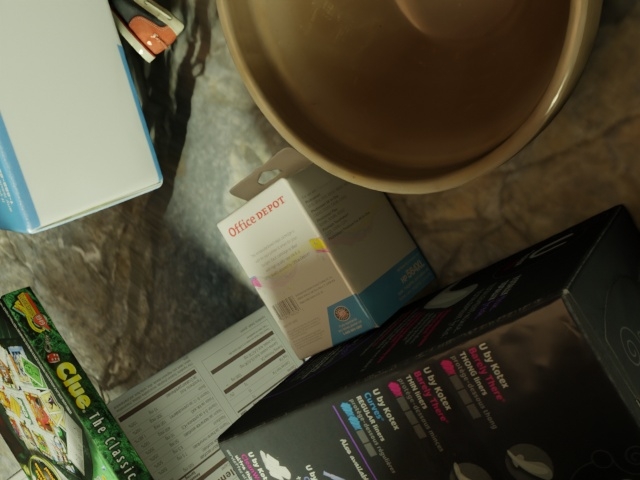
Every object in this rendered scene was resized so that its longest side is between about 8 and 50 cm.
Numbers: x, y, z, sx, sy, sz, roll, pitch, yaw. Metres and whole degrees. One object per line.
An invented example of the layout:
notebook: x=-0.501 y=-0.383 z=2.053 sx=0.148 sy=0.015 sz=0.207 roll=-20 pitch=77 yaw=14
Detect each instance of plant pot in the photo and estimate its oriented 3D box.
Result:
plant pot: x=0.058 y=-0.155 z=0.489 sx=0.237 sy=0.110 sz=0.237 roll=18 pitch=124 yaw=30

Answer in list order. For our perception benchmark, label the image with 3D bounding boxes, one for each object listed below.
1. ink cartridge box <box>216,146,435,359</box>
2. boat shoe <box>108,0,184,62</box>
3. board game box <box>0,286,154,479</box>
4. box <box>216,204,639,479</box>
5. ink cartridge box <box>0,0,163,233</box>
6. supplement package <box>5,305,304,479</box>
ink cartridge box: x=0.000 y=0.000 z=0.634 sx=0.092 sy=0.090 sz=0.143 roll=-29 pitch=92 yaw=44
boat shoe: x=-0.165 y=-0.207 z=0.689 sx=0.043 sy=0.049 sz=0.137 roll=-42 pitch=70 yaw=6
board game box: x=-0.188 y=0.174 z=0.642 sx=0.136 sy=0.030 sz=0.259 roll=-41 pitch=81 yaw=41
box: x=0.096 y=0.113 z=0.540 sx=0.270 sy=0.165 sz=0.143 roll=-31 pitch=92 yaw=35
ink cartridge box: x=-0.297 y=-0.135 z=0.738 sx=0.307 sy=0.129 sz=0.223 roll=5 pitch=116 yaw=49
supplement package: x=-0.143 y=0.208 z=0.783 sx=0.262 sy=0.204 sz=0.145 roll=-37 pitch=85 yaw=44
